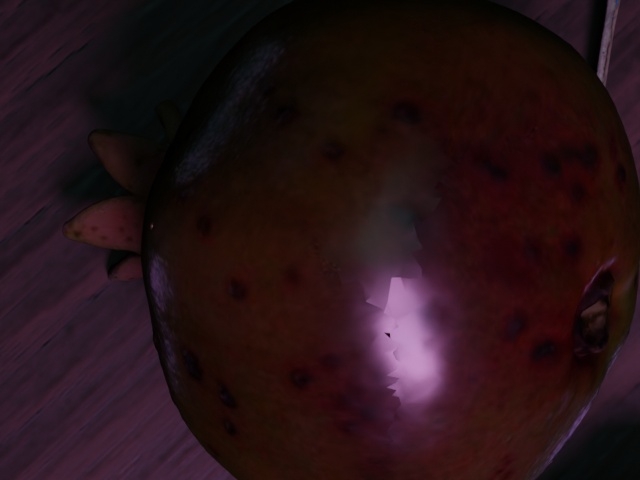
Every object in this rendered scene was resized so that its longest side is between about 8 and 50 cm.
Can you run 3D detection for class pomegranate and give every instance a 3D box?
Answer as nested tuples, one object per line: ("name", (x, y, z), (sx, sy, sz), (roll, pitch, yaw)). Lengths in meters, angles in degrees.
("pomegranate", (0.020, 0.012, 0.563), (0.290, 0.323, 0.291), (2, 86, -34))

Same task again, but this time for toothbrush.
("toothbrush", (0.191, -0.154, 0.661), (0.028, 0.026, 0.294), (3, 87, 16))
